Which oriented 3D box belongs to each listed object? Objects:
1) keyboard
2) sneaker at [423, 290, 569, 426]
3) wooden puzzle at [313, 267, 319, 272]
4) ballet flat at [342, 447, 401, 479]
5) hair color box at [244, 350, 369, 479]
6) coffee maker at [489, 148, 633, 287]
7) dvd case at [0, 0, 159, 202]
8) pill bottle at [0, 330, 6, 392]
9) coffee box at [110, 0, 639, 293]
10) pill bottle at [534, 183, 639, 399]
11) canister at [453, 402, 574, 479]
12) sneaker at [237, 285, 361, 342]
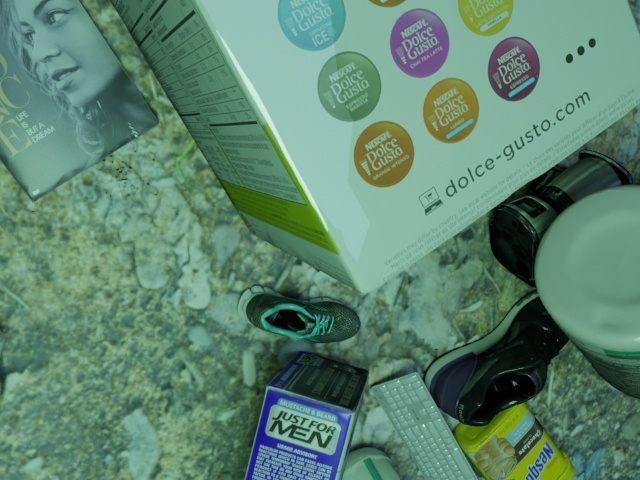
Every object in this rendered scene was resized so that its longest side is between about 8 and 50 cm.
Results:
[{"bbox_3d":[0.161,0.296,0.938,0.072,0.014,0.256,-21,111,24],"label":"keyboard"},{"bbox_3d":[0.295,0.174,0.927,0.283,0.124,0.107,-33,110,-13],"label":"sneaker"},{"bbox_3d":[0.000,0.000,0.846,0.049,0.006,0.083,8,97,-22],"label":"wooden puzzle"},{"bbox_3d":[0.095,0.487,0.904,0.139,0.139,0.400,-15,105,-18],"label":"ballet flat"},{"bbox_3d":[-0.036,0.324,0.785,0.110,0.185,0.339,16,95,8],"label":"hair color box"},{"bbox_3d":[0.342,-0.013,0.914,0.178,0.120,0.171,-30,110,-13],"label":"coffee maker"},{"bbox_3d":[-0.303,-0.177,0.691,0.164,0.018,0.221,-35,110,-12],"label":"dvd case"},{"bbox_3d":[-0.396,0.174,0.670,0.108,0.108,0.180,20,92,-23],"label":"pill bottle"},{"bbox_3d":[0.032,-0.204,0.642,0.338,0.338,0.334,-34,109,-13],"label":"coffee box"},{"bbox_3d":[0.431,0.096,0.848,0.204,0.204,0.361,-55,136,-4],"label":"pill bottle"},{"bbox_3d":[0.291,0.321,0.981,0.126,0.073,0.170,-42,110,-10],"label":"canister"},{"bbox_3d":[-0.019,0.104,0.820,0.166,0.076,0.065,10,97,-22],"label":"sneaker"}]
